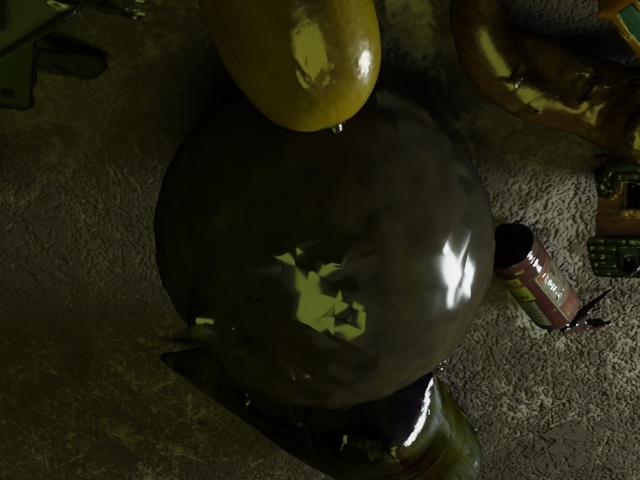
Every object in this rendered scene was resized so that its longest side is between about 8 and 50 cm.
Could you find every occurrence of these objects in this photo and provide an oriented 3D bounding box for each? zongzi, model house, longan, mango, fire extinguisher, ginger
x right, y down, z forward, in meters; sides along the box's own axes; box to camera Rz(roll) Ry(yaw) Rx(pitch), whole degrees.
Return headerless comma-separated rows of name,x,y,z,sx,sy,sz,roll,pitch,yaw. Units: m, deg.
zongzi,0.014,0.271,2.034,0.432,0.207,0.403,7,158,26
model house,-0.324,-0.222,1.409,0.279,0.204,0.218,6,-177,-33
longan,0.000,0.000,1.505,0.391,0.391,0.391,1,141,1
model house,0.419,-0.008,1.595,0.183,0.172,0.166,4,171,28
mango,-0.046,-0.258,1.281,0.195,0.142,0.331,4,122,55
fire extinguisher,0.322,0.070,1.820,0.106,0.075,0.252,-20,136,24
ginger,0.273,-0.170,1.464,0.309,0.107,0.133,26,-176,7

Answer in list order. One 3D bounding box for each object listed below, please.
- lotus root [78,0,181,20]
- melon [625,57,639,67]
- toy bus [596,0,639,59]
lotus root,-0.194,-0.298,1.386,0.204,0.078,0.183,-12,140,14
melon,0.396,-0.148,1.543,0.128,0.079,0.160,-1,141,1
toy bus,0.383,-0.271,1.360,0.136,0.126,0.209,33,133,-21
